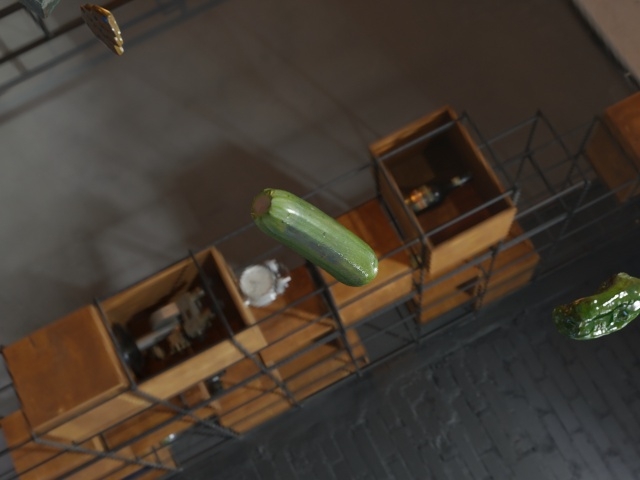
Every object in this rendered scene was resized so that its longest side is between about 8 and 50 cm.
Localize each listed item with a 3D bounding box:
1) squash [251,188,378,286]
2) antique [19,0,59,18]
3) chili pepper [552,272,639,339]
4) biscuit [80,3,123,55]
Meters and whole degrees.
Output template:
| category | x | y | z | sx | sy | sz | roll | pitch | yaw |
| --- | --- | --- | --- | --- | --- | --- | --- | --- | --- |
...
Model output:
| category | x | y | z | sx | sy | sz | roll | pitch | yaw |
| --- | --- | --- | --- | --- | --- | --- | --- | --- | --- |
| squash | 0.000 | 0.000 | 1.046 | 0.229 | 0.066 | 0.066 | 32 | 19 | -43 |
| antique | -0.381 | -0.424 | 1.167 | 0.088 | 0.183 | 0.086 | 36 | -9 | -12 |
| chili pepper | 0.418 | 0.083 | 1.155 | 0.073 | 0.204 | 0.072 | 47 | -40 | 30 |
| biscuit | -0.427 | -0.419 | 1.587 | 0.119 | 0.019 | 0.130 | 47 | -20 | -12 |
